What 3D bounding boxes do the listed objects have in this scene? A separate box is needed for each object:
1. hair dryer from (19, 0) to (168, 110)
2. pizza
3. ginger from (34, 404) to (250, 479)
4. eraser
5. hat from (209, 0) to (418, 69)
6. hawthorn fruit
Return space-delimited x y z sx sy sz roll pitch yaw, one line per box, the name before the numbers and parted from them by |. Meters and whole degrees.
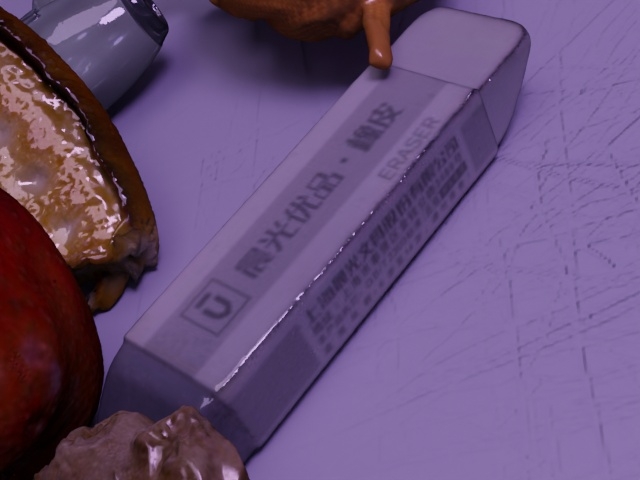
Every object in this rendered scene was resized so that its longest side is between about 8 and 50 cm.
hair dryer | -0.249 -0.131 0.899 0.229 0.092 0.267 -44 33 -8
pizza | -0.229 -0.009 0.752 0.251 0.074 0.288 23 88 19
ginger | -0.084 0.143 0.549 0.213 0.074 0.138 24 93 46
eraser | 0.000 0.000 0.661 0.089 0.061 0.352 23 63 37
hat | -0.007 -0.188 0.743 0.244 0.233 0.233 -35 55 18
hawthorn fruit | -0.221 0.047 0.620 0.185 0.185 0.202 -26 80 2
